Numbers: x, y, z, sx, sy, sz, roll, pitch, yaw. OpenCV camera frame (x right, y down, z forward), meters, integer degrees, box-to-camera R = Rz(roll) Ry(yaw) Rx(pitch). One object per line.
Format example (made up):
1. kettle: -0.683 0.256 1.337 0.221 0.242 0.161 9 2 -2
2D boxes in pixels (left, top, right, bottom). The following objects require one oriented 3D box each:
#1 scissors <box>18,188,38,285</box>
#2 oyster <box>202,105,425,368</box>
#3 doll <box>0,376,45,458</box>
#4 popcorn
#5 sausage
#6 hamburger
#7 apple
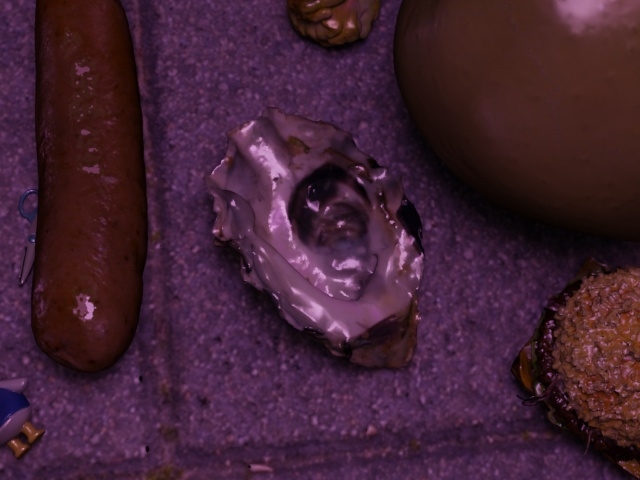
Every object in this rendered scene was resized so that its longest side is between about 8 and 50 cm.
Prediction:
1. scissors: -0.331 -0.004 1.185 0.058 0.014 0.119 12 68 -6
2. oyster: -0.001 0.001 1.187 0.238 0.115 0.351 -33 85 -25
3. doll: -0.362 0.174 1.103 0.143 0.057 0.098 41 92 7
4. popcorn: 0.019 -0.319 1.287 0.126 0.126 0.145 39 87 31
5. sausage: -0.266 -0.095 1.163 0.123 0.136 0.500 -13 70 25
6. hamburger: 0.354 0.139 1.176 0.243 0.138 0.261 37 70 3
7. apple: 0.314 -0.215 1.125 0.474 0.473 0.473 2 72 -8
